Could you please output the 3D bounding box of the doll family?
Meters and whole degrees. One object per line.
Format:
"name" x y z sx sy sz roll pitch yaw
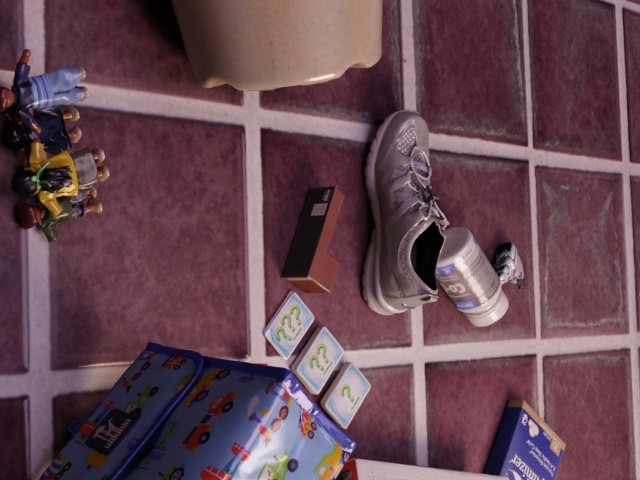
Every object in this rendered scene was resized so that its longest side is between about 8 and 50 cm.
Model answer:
"doll family" -0.283 -0.096 1.206 0.111 0.076 0.193 -18 95 -41

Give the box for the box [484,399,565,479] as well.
"box" 0.298 0.373 1.790 0.136 0.036 0.225 45 57 -34

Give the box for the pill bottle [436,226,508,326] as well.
"pill bottle" 0.212 0.054 1.698 0.137 0.078 0.078 55 51 -27

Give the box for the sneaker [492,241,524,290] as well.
"sneaker" 0.288 0.058 1.805 0.069 0.038 0.098 52 53 -29

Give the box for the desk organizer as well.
"desk organizer" 0.000 0.000 1.506 0.050 0.047 0.130 37 61 -40

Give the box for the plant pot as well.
"plant pot" -0.056 -0.338 1.317 0.334 0.333 0.306 -26 117 -44

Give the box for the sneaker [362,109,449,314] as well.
"sneaker" 0.132 -0.040 1.595 0.105 0.115 0.281 9 80 -45

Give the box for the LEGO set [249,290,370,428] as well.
"LEGO set" -0.032 0.207 1.448 0.182 0.060 0.244 53 52 -24

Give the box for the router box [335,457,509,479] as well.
"router box" 0.147 0.450 1.528 0.335 0.082 0.301 18 55 -44

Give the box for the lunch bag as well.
"lunch bag" -0.151 0.220 1.153 0.221 0.293 0.138 -55 130 -22
